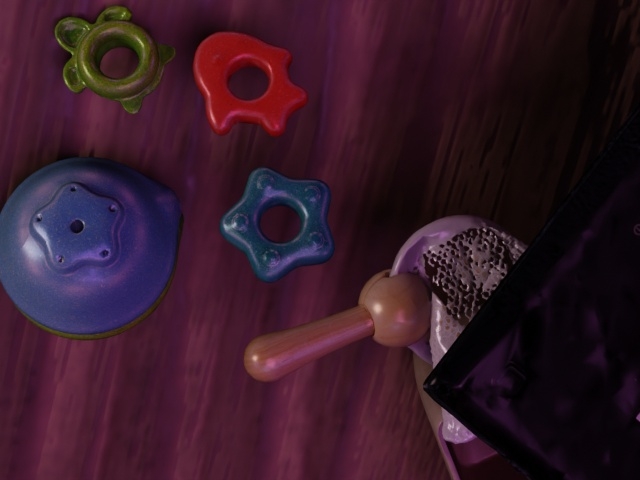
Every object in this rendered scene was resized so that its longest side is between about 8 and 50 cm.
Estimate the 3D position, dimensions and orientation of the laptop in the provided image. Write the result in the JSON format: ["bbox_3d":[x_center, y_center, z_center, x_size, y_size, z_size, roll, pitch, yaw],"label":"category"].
[{"bbox_3d":[0.181,0.030,0.655,0.264,0.136,0.234,40,84,-17],"label":"laptop"}]

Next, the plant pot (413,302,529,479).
[{"bbox_3d":[0.094,0.072,0.712,0.109,0.096,0.109,-24,117,-7],"label":"plant pot"}]

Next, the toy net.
[{"bbox_3d":[0.000,0.000,0.642,0.232,0.045,0.122,18,77,2],"label":"toy net"}]
